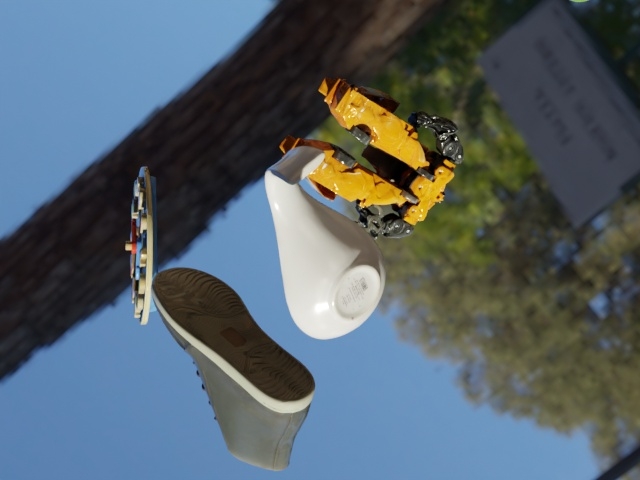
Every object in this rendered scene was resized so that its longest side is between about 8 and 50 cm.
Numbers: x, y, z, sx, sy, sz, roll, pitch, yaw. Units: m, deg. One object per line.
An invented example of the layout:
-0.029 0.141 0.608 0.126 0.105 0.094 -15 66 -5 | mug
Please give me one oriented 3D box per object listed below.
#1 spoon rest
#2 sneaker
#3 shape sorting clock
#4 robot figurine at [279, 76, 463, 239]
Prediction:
0.000 0.000 1.928 0.084 0.137 0.276 32 153 42 | spoon rest
-0.101 0.129 1.682 0.083 0.118 0.222 -21 -129 -36 | sneaker
-0.234 0.007 2.213 0.040 0.206 0.206 -1 -142 -7 | shape sorting clock
0.084 -0.120 2.472 0.291 0.211 0.085 28 -170 -46 | robot figurine
